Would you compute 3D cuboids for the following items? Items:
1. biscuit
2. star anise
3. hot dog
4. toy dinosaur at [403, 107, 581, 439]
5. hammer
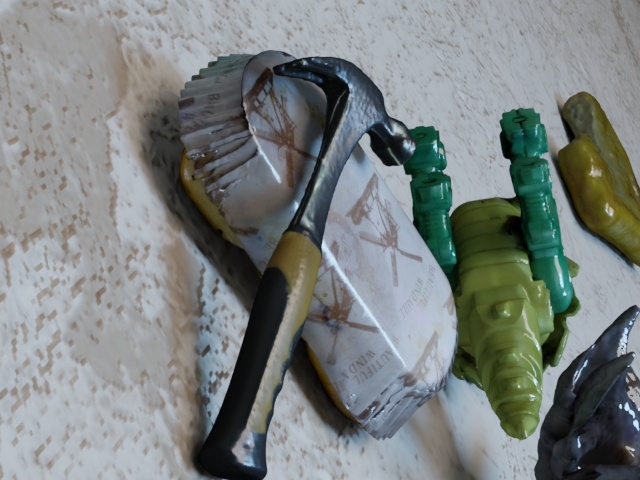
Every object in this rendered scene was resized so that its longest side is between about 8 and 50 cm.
[{"bbox_3d":[0.246,-0.066,1.478,0.183,0.039,0.174,24,45,-63],"label":"biscuit"},{"bbox_3d":[0.135,0.139,0.822,0.180,0.061,0.205,-69,166,-82],"label":"star anise"},{"bbox_3d":[0.000,0.000,0.741,0.191,0.059,0.108,58,33,-26],"label":"hot dog"},{"bbox_3d":[0.089,0.023,0.851,0.259,0.094,0.153,-76,154,-77],"label":"toy dinosaur"},{"bbox_3d":[-0.011,0.005,0.662,0.078,0.021,0.201,47,46,-33],"label":"hammer"}]
